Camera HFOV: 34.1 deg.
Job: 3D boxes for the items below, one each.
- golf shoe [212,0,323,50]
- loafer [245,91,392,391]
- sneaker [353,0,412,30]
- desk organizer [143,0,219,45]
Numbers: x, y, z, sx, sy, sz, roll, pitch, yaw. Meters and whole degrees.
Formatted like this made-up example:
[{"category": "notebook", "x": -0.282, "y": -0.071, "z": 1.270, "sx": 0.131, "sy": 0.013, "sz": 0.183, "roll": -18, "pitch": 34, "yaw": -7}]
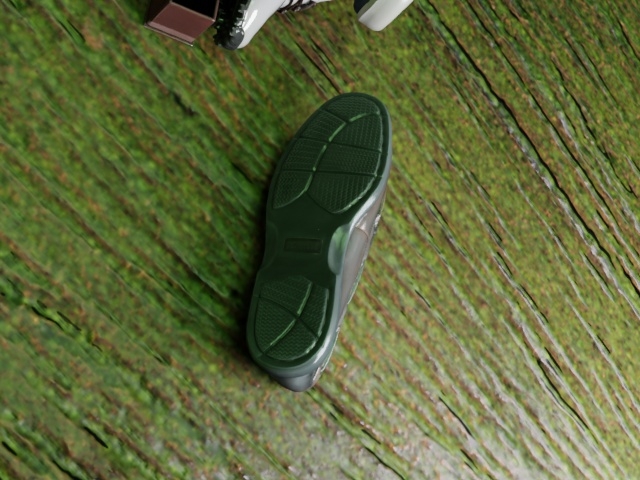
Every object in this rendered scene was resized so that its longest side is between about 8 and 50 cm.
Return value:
[{"category": "golf shoe", "x": -0.023, "y": -0.234, "z": 0.927, "sx": 0.094, "sy": 0.077, "sz": 0.198, "roll": 36, "pitch": 62, "yaw": -20}, {"category": "loafer", "x": 0.000, "y": 0.000, "z": 0.892, "sx": 0.096, "sy": 0.084, "sz": 0.267, "roll": 11, "pitch": 64, "yaw": 15}, {"category": "sneaker", "x": 0.062, "y": -0.335, "z": 0.946, "sx": 0.148, "sy": 0.131, "sz": 0.350, "roll": 35, "pitch": 47, "yaw": -18}, {"category": "desk organizer", "x": -0.109, "y": -0.239, "z": 0.890, "sx": 0.047, "sy": 0.050, "sz": 0.130, "roll": 19, "pitch": 68, "yaw": -27}]
